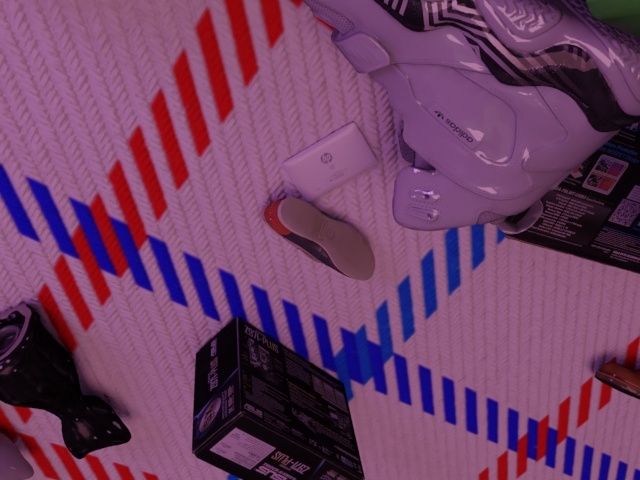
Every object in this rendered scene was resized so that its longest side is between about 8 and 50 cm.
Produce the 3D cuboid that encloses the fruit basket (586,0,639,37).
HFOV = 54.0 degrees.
[{"bbox_3d":[0.218,-0.310,0.377,0.282,0.392,0.392,-6,131,-46],"label":"fruit basket"}]

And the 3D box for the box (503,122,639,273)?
[{"bbox_3d":[0.360,-0.104,0.618,0.295,0.073,0.293,14,118,-16],"label":"box"}]

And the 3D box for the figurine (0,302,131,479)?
[{"bbox_3d":[-0.352,0.197,0.698,0.214,0.092,0.209,-21,127,6],"label":"figurine"}]

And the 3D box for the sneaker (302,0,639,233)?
[{"bbox_3d":[0.070,-0.132,0.512,0.365,0.137,0.210,22,129,-6],"label":"sneaker"}]

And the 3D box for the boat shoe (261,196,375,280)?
[{"bbox_3d":[0.000,0.000,0.648,0.137,0.049,0.043,33,155,-28],"label":"boat shoe"}]

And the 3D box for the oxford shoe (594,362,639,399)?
[{"bbox_3d":[0.460,0.185,0.835,0.212,0.076,0.076,15,89,-15],"label":"oxford shoe"}]

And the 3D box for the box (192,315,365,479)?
[{"bbox_3d":[-0.049,0.195,0.702,0.180,0.147,0.077,37,111,-28],"label":"box"}]

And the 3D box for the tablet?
[{"bbox_3d":[0.010,-0.076,0.621,0.083,0.006,0.054,-29,122,10],"label":"tablet"}]
